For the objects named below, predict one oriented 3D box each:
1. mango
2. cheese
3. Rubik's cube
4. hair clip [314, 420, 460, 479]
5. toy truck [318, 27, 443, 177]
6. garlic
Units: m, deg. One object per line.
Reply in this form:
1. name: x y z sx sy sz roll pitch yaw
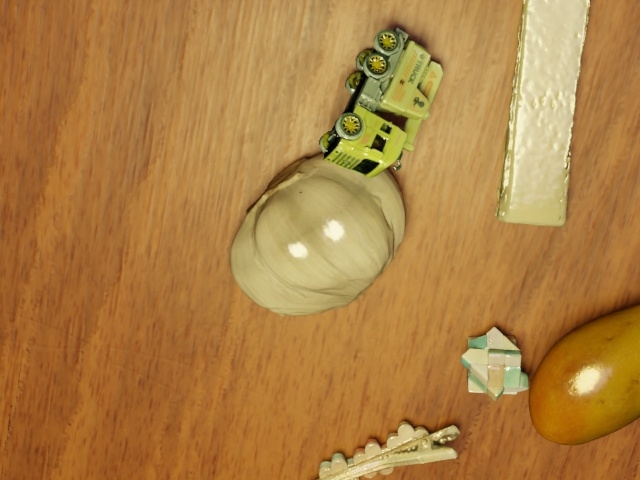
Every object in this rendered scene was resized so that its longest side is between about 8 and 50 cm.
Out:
1. mango: 0.354 0.147 1.184 0.253 0.113 0.138 -38 118 10
2. cheese: 0.260 -0.210 1.135 0.085 0.034 0.400 6 106 9
3. Rubik's cube: 0.212 0.153 1.224 0.075 0.073 0.084 -15 106 9
4. hair clip: 0.079 0.280 1.289 0.214 0.056 0.062 -20 120 20
5. toy truck: 0.075 -0.150 1.119 0.100 0.077 0.168 26 71 -10
6. garlic: 0.000 0.000 1.168 0.229 0.143 0.178 -44 96 7
